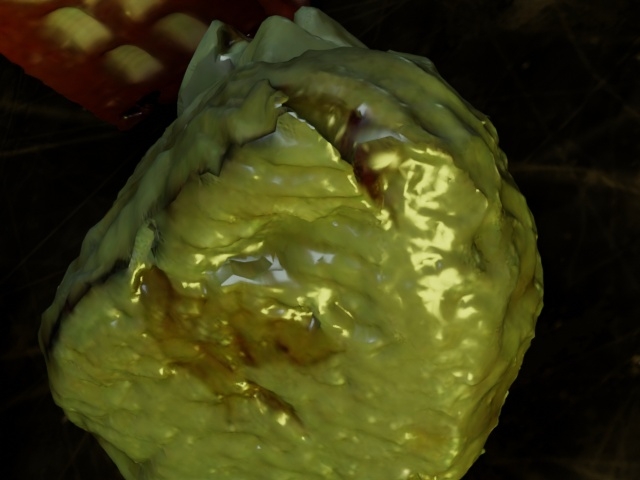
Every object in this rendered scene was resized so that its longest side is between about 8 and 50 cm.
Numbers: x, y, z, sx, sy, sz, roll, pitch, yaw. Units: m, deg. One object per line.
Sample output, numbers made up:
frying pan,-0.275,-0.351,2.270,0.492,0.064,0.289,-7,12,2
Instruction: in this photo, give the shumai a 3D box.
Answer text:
shumai,-0.001,0.001,0.819,0.256,0.189,0.218,-39,19,34

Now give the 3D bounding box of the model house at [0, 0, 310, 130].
model house,-0.149,-0.204,1.009,0.160,0.254,0.196,-27,55,34
